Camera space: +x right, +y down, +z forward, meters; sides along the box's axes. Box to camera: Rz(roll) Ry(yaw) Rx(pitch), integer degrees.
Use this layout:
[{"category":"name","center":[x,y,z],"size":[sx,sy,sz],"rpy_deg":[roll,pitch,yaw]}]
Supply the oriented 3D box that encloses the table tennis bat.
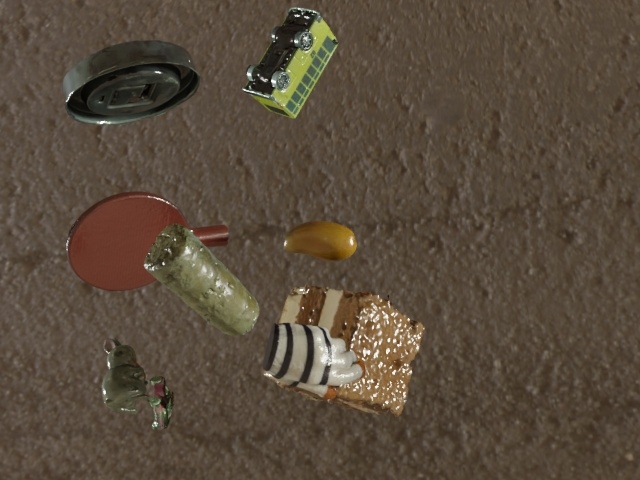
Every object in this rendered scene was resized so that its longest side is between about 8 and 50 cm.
[{"category":"table tennis bat","center":[-0.418,0.001,1.923],"size":[0.414,0.051,0.268],"rpy_deg":[-5,122,-33]}]

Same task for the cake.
[{"category":"cake","center":[0.053,0.273,1.905],"size":[0.290,0.282,0.255],"rpy_deg":[-5,151,45]}]

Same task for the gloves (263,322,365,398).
[{"category":"gloves","center":[-0.003,0.244,1.610],"size":[0.218,0.140,0.131],"rpy_deg":[14,157,-11]}]

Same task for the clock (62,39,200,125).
[{"category":"clock","center":[-0.384,-0.315,1.580],"size":[0.280,0.280,0.055],"rpy_deg":[-22,79,21]}]

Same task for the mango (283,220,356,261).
[{"category":"mango","center":[0.000,0.000,1.960],"size":[0.184,0.085,0.102],"rpy_deg":[6,110,8]}]

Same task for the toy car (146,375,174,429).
[{"category":"toy car","center":[-0.340,0.346,1.672],"size":[0.055,0.142,0.069],"rpy_deg":[-5,113,-9]}]

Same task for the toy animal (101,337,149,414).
[{"category":"toy animal","center":[-0.540,0.348,2.112],"size":[0.138,0.236,0.108],"rpy_deg":[9,140,-45]}]

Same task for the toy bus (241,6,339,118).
[{"category":"toy bus","center":[-0.049,-0.312,1.372],"size":[0.101,0.088,0.175],"rpy_deg":[36,82,-47]}]

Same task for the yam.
[{"category":"yam","center":[-0.155,0.056,1.040],"size":[0.078,0.078,0.179],"rpy_deg":[-23,134,22]}]
